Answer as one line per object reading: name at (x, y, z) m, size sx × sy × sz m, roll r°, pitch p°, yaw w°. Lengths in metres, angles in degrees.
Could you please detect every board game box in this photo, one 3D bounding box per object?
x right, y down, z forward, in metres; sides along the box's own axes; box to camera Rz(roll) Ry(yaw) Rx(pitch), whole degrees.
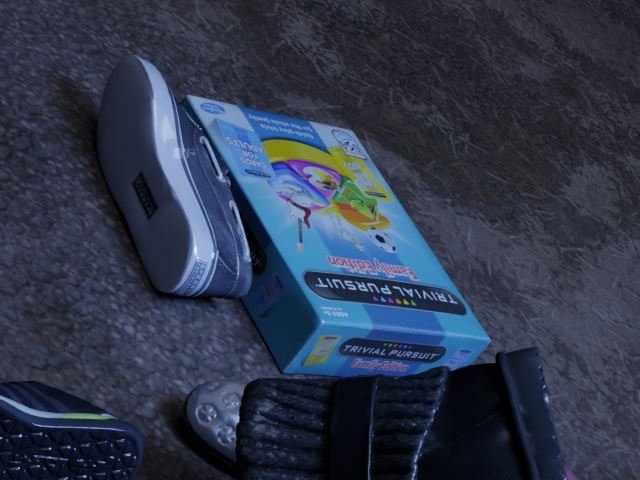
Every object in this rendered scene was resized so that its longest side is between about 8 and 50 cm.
board game box at (0.000, 0.000, 1.970) m, size 0.254 × 0.079 × 0.336 m, roll 8°, pitch 39°, yaw -44°

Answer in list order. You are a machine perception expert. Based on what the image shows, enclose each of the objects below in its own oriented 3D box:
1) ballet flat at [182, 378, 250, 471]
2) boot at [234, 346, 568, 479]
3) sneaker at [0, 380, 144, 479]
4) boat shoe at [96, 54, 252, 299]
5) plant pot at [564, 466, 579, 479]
ballet flat at (-0.017, 0.191, 1.690) m, size 0.250 × 0.058 × 0.084 m, roll 19°, pitch 68°, yaw -23°
boot at (0.068, 0.240, 1.444) m, size 0.260 × 0.131 × 0.348 m, roll -9°, pitch 44°, yaw 3°
sneaker at (-0.252, 0.152, 1.464) m, size 0.235 × 0.084 × 0.097 m, roll 18°, pitch 9°, yaw -35°
boat shoe at (-0.142, -0.063, 1.870) m, size 0.102 × 0.108 × 0.301 m, roll 13°, pitch 39°, yaw -39°
plant pot at (0.157, 0.266, 1.647) m, size 0.201 × 0.201 × 0.180 m, roll 38°, pitch 11°, yaw 0°
